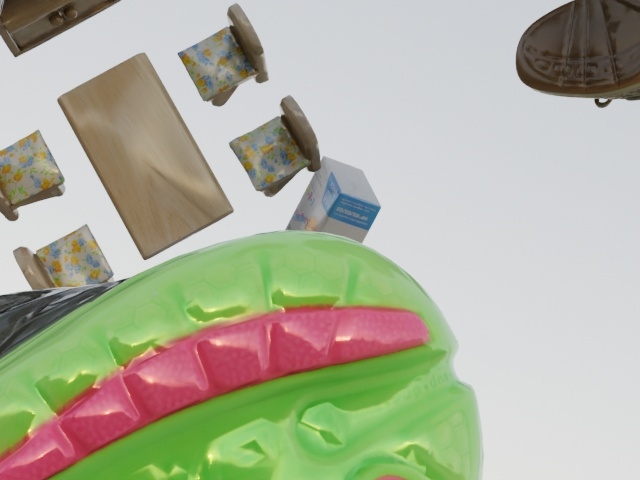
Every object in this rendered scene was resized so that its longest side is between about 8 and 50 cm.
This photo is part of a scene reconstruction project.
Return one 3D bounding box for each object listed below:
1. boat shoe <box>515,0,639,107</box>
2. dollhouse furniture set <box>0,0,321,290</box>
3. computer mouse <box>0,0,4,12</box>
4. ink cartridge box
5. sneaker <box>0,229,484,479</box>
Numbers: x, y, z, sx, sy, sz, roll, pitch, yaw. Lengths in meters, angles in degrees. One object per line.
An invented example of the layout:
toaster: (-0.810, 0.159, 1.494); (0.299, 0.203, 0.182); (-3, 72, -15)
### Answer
boat shoe: (0.322, -0.178, 1.562); (0.285, 0.105, 0.089); (-3, -17, 34)
dollhouse furniture set: (-0.248, -0.179, 1.904); (0.394, 0.362, 0.256); (60, -4, 12)
computer mouse: (-0.299, -0.166, 1.210); (0.184, 0.262, 0.060); (8, 1, 32)
ink cartridge box: (0.000, 0.000, 2.095); (0.061, 0.181, 0.104); (18, 23, -22)
sneaker: (-0.183, 0.127, 0.554); (0.482, 0.185, 0.202); (-12, -4, -14)
